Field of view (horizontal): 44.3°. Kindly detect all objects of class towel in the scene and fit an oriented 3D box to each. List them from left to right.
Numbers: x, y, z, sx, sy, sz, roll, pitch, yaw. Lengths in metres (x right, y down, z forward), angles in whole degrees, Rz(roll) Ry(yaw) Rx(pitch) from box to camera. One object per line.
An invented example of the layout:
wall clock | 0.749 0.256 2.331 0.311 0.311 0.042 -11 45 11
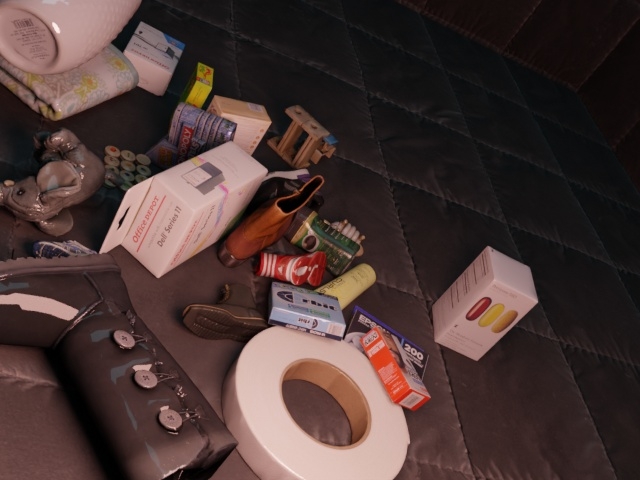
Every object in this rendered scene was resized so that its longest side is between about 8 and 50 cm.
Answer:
towel | -0.667 -0.452 1.893 0.374 0.090 0.320 38 37 3

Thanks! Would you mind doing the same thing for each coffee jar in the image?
coffee jar | 0.000 0.000 1.926 0.184 0.096 0.079 38 31 1

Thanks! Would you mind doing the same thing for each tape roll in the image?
tape roll | -0.004 0.337 1.544 0.392 0.072 0.392 23 36 -18

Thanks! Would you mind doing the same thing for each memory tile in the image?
memory tile | -0.443 -0.159 1.801 0.113 0.012 0.148 18 38 -26

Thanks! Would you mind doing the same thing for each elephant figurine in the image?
elephant figurine | -0.539 -0.092 1.544 0.239 0.185 0.169 -75 151 -43

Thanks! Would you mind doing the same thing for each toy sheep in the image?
toy sheep | 0.058 -0.009 1.995 0.132 0.091 0.091 46 34 -4

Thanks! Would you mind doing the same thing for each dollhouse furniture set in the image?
dollhouse furniture set | -0.033 -0.303 2.227 0.129 0.129 0.183 44 36 12

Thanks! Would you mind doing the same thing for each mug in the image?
mug | -0.626 -0.531 1.752 0.374 0.276 0.328 6 45 10

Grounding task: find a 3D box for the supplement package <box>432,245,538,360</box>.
supplement package | 0.404 0.159 1.959 0.139 0.244 0.134 25 35 -15

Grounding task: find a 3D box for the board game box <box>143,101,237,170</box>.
board game box | -0.314 -0.219 1.866 0.194 0.194 0.060 20 34 2

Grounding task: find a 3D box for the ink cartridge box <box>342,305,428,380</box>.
ink cartridge box | 0.149 0.250 1.807 0.206 0.045 0.208 33 33 -4

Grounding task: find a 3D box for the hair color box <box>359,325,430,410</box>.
hair color box | 0.158 0.271 1.666 0.093 0.053 0.167 32 22 -48

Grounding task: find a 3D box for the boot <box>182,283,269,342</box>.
boot | -0.208 0.134 1.618 0.197 0.077 0.137 24 29 -41

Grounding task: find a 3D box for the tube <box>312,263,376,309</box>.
tube | 0.044 0.125 1.853 0.070 0.062 0.240 9 26 37

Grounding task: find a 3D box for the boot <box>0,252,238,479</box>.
boot | -0.387 0.236 1.285 0.367 0.146 0.445 -14 63 -47

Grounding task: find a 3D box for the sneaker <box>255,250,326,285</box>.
sneaker | -0.072 0.052 1.811 0.128 0.087 0.221 13 -1 19

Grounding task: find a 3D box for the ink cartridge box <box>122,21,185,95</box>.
ink cartridge box | -0.458 -0.492 2.124 0.139 0.082 0.191 25 34 -16

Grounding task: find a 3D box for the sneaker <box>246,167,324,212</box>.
sneaker | -0.087 -0.103 1.971 0.124 0.107 0.283 53 37 13

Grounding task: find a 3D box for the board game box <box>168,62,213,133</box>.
board game box | -0.327 -0.345 1.974 0.043 0.181 0.092 20 37 -22

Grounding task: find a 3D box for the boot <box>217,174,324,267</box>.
boot | -0.087 -0.076 1.738 0.096 0.280 0.264 53 46 3

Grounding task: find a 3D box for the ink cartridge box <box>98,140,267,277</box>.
ink cartridge box | -0.282 -0.059 1.649 0.119 0.207 0.353 41 35 9

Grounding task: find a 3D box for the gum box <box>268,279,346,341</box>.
gum box | -0.033 0.148 1.680 0.156 0.041 0.184 15 12 -7

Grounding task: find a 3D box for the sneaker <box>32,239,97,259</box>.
sneaker | -0.490 0.026 1.517 0.135 0.052 0.058 22 26 -32

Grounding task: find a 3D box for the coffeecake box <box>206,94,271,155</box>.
coffeecake box | -0.231 -0.257 1.949 0.142 0.185 0.068 5 45 -38
